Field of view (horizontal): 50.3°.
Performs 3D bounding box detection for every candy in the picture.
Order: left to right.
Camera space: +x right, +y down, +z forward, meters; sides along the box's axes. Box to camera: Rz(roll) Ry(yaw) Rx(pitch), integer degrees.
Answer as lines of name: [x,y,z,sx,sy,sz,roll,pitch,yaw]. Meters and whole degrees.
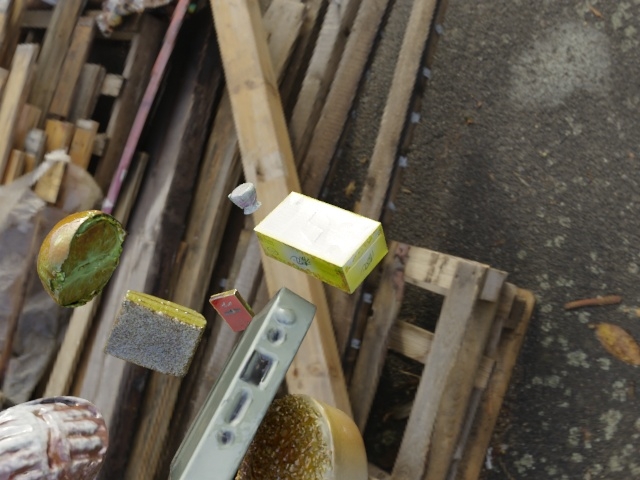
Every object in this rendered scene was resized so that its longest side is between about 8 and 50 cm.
candy: [-0.585,0.440,1.424,0.214,0.289,0.157,55,134,24]

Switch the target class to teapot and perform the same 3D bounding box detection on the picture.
teapot: [-0.188,-0.102,1.696,0.083,0.064,0.064,-6,35,40]

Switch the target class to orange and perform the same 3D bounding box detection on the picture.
orange: [-0.747,0.047,2.093,0.262,0.196,0.334,-60,0,-39]

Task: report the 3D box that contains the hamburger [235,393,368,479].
hamburger: [-0.043,0.430,1.244,0.302,0.170,0.302,-28,56,52]

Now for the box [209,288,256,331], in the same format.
box: [-0.238,0.198,1.903,0.090,0.133,0.023,-16,33,25]

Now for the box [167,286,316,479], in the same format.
box: [-0.145,0.271,1.120,0.367,0.090,0.373,-63,3,-21]

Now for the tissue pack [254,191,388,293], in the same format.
tissue pack: [0.000,0.000,1.005,0.176,0.062,0.095,21,56,37]

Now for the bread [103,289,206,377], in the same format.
bread: [-0.442,0.251,1.839,0.110,0.234,0.184,-87,20,-69]
